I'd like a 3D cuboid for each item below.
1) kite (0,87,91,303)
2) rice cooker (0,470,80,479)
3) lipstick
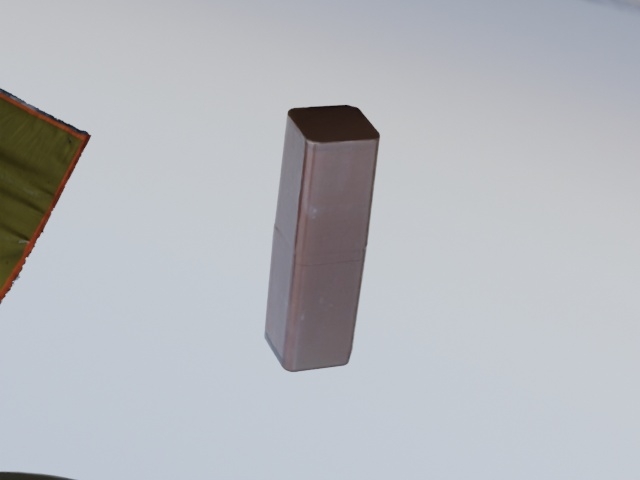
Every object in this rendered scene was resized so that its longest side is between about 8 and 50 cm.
[{"bbox_3d":[-0.309,0.007,1.015,0.377,0.328,0.013,-12,171,-17],"label":"kite"},{"bbox_3d":[-0.135,0.200,0.643,0.226,0.226,0.244,13,163,-17],"label":"rice cooker"},{"bbox_3d":[0.000,0.000,0.972,0.045,0.145,0.045,-4,-149,-19],"label":"lipstick"}]
